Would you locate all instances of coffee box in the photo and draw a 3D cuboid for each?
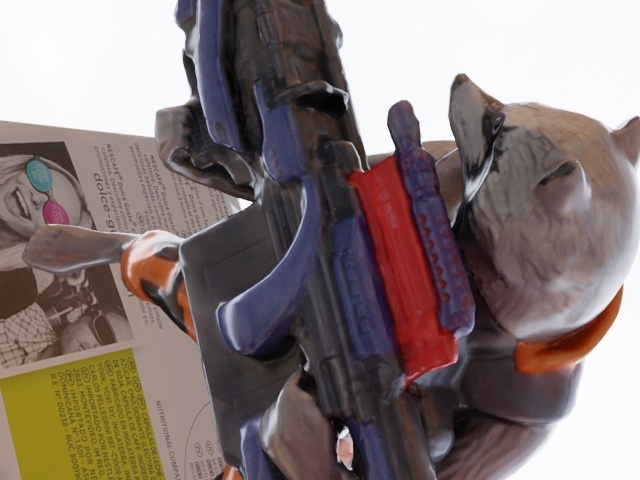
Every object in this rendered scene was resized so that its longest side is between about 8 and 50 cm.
[{"bbox_3d":[-0.240,0.139,0.968,0.338,0.334,0.338,-25,-104,31],"label":"coffee box"}]

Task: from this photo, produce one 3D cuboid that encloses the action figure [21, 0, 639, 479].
[{"bbox_3d":[0.000,0.000,0.612,0.179,0.330,0.341,2,-106,-40],"label":"action figure"}]
